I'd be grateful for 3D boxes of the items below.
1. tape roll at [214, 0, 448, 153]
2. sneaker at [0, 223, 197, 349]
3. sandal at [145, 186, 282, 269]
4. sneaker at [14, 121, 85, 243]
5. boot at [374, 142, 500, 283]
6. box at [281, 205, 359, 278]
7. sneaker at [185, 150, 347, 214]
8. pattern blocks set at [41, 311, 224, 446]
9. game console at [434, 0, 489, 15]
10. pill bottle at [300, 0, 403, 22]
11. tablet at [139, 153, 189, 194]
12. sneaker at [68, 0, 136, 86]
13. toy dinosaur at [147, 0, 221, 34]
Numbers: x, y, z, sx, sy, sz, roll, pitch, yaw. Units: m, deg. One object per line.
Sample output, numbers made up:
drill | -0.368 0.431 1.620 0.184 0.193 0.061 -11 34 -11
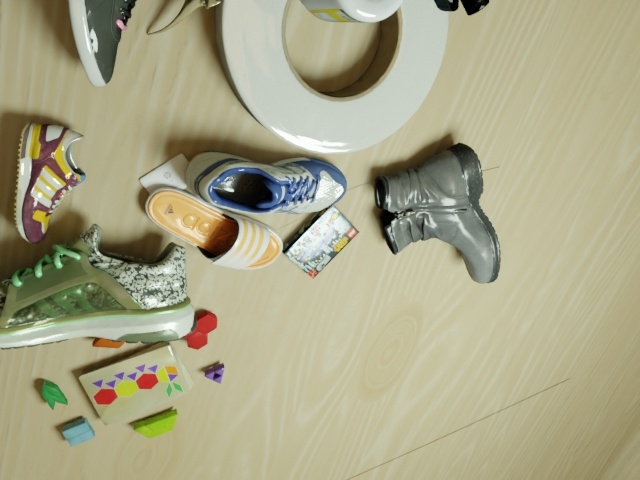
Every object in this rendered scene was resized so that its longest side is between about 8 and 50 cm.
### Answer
tape roll | 0.025 -0.337 0.748 0.392 0.072 0.392 -9 118 -19
sneaker | -0.398 0.058 0.735 0.410 0.158 0.182 4 98 -30
sandal | -0.179 -0.002 0.815 0.265 0.076 0.102 25 104 -33
sneaker | -0.398 -0.078 0.690 0.084 0.069 0.185 7 112 -21
boot | 0.242 -0.020 0.989 0.223 0.118 0.338 -26 111 -7
box | 0.000 0.000 0.928 0.137 0.027 0.094 -46 124 2
sneaker | -0.073 -0.081 0.794 0.296 0.131 0.111 -2 113 -26
pattern blocks set | -0.352 0.276 0.909 0.325 0.026 0.285 -10 118 -19
game console | 0.179 -0.402 0.647 0.044 0.361 0.213 -22 121 33
pill bottle | 0.029 -0.337 0.596 0.103 0.184 0.103 -10 118 -19
tablet | -0.252 -0.103 0.779 0.083 0.006 0.054 -34 123 -6
sneaker | -0.240 -0.346 0.604 0.147 0.104 0.295 2 109 -19
toy dinosaur | -0.169 -0.344 0.646 0.053 0.092 0.183 35 101 -28
